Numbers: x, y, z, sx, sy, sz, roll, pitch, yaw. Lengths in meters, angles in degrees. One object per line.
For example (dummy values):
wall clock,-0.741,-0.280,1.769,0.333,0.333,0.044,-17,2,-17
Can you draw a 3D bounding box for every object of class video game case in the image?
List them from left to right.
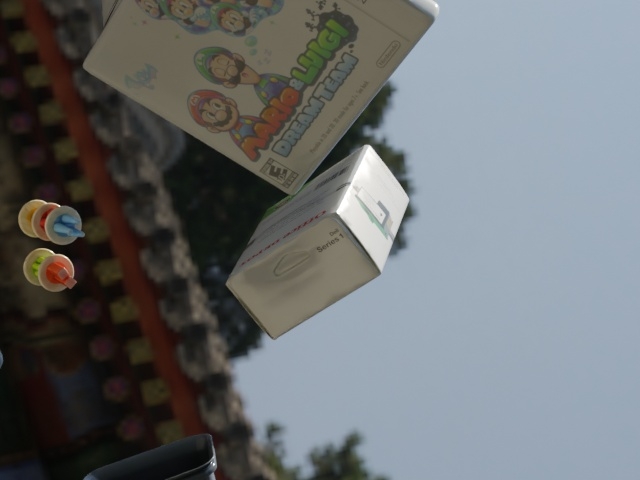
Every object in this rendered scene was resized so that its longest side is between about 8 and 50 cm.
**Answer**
video game case,-0.036,-0.110,0.940,0.157,0.143,0.019,-50,-166,41

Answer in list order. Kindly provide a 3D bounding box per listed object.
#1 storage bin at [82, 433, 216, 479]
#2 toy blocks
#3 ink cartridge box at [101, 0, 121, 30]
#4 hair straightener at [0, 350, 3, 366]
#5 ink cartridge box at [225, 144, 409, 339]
storage bin,-0.156,0.259,1.693,0.098,0.135,0.091,-115,-173,-73
toy blocks,-0.354,0.012,2.334,0.148,0.054,0.123,12,-70,59
ink cartridge box,-0.136,-0.283,2.318,0.166,0.285,0.395,-54,-161,15
hair straightener,-0.203,0.001,0.800,0.230,0.089,0.047,80,21,-55
ink cartridge box,0.000,0.000,1.961,0.160,0.219,0.093,-33,-76,23
